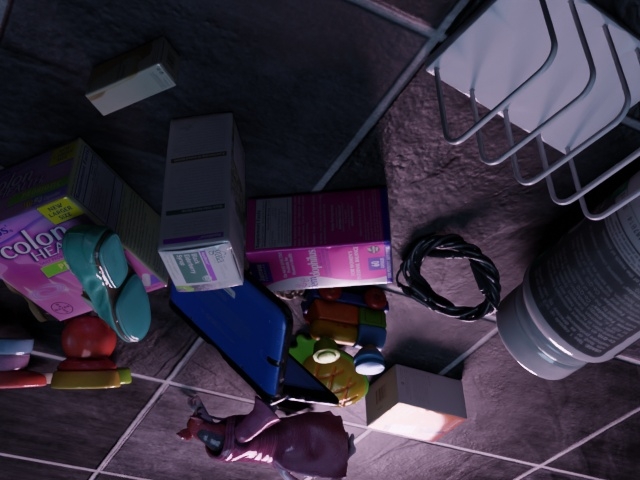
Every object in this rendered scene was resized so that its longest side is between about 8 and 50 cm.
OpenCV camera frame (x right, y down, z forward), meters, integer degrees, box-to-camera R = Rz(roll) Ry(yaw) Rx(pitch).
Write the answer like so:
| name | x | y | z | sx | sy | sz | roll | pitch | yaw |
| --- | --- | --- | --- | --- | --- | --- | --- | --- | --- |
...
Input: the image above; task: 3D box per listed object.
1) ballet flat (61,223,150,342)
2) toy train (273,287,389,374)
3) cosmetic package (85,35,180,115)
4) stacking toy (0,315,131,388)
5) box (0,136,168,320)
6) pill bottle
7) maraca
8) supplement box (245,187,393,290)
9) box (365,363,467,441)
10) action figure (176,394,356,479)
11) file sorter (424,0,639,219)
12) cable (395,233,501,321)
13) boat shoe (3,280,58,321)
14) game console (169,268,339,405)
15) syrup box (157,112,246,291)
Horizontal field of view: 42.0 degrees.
| name | x | y | z | sx | sy | sz | roll | pitch | yaw |
| --- | --- | --- | --- | --- | --- | --- | --- | --- | --- |
| ballet flat | -0.314 | 0.058 | 1.212 | 0.087 | 0.083 | 0.247 | 16 | 145 | 17 |
| toy train | 0.000 | 0.150 | 1.458 | 0.248 | 0.143 | 0.105 | 12 | 139 | -17 |
| cosmetic package | -0.240 | -0.211 | 1.068 | 0.115 | 0.060 | 0.041 | -19 | 137 | 18 |
| stacking toy | -0.502 | 0.208 | 1.567 | 0.309 | 0.130 | 0.279 | -1 | 173 | 5 |
| box | -0.383 | -0.008 | 1.270 | 0.214 | 0.117 | 0.243 | -18 | 138 | 19 |
| pill bottle | 0.455 | 0.066 | 1.323 | 0.204 | 0.204 | 0.361 | 17 | 137 | -22 |
| maraca | 0.011 | 0.255 | 1.634 | 0.186 | 0.099 | 0.127 | 42 | 118 | -10 |
| supplement box | 0.000 | 0.000 | 1.299 | 0.220 | 0.114 | 0.111 | -4 | 142 | 5 |
| box | 0.199 | 0.344 | 1.750 | 0.170 | 0.091 | 0.130 | 17 | 137 | -22 |
| action figure | -0.131 | 0.418 | 1.708 | 0.370 | 0.275 | 0.248 | 11 | 148 | -37 |
| file sorter | 0.305 | -0.170 | 1.049 | 0.278 | 0.173 | 0.193 | 23 | 136 | -28 |
| cable | 0.229 | 0.065 | 1.411 | 0.184 | 0.047 | 0.150 | 32 | 122 | -1 |
| boat shoe | -0.472 | 0.067 | 1.400 | 0.073 | 0.073 | 0.207 | -10 | 148 | 4 |
| game console | -0.099 | 0.121 | 1.357 | 0.173 | 0.293 | 0.250 | -18 | 131 | -38 |
| syrup box | -0.155 | -0.055 | 1.123 | 0.096 | 0.237 | 0.093 | -6 | 142 | 6 |
